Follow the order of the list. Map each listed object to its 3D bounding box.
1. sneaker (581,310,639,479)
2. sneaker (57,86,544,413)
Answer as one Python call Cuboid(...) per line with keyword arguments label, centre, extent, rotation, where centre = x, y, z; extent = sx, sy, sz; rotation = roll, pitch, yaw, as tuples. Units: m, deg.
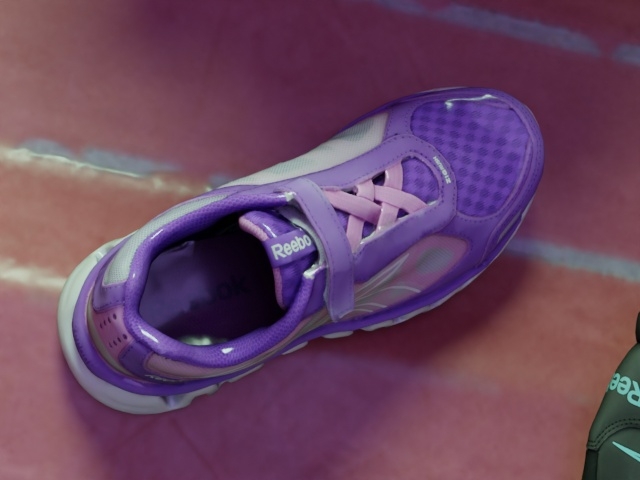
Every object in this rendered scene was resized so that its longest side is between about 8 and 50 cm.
Cuboid(label="sneaker", centre=(0.243, 0.130, 0.654), extent=(0.267, 0.101, 0.106), rotation=(31, 86, 6))
Cuboid(label="sneaker", centre=(0.000, 0.000, 0.625), extent=(0.236, 0.104, 0.095), rotation=(-26, 85, -12))
